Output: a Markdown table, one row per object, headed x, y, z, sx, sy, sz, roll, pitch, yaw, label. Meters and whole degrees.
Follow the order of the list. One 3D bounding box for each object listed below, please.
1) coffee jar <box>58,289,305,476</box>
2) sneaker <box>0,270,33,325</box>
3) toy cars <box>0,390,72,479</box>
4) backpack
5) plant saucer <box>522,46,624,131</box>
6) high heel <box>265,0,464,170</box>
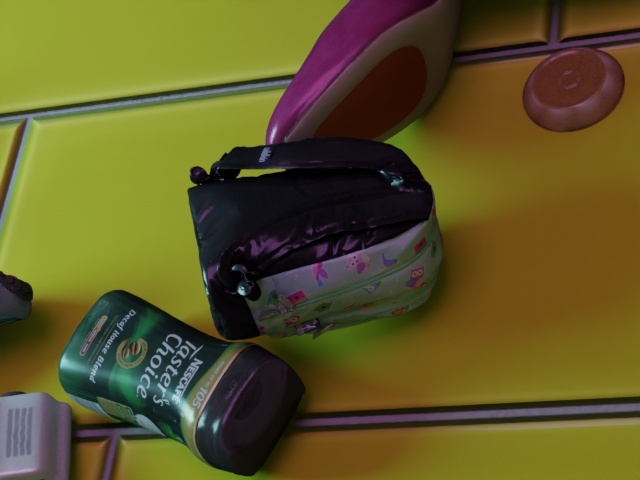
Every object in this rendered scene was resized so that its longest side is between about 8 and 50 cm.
| x | y | z | sx | sy | sz | roll | pitch | yaw | label |
| --- | --- | --- | --- | --- | --- | --- | --- | --- | --- |
| -0.105 | 0.108 | 1.266 | 0.184 | 0.079 | 0.096 | 19 | 68 | 33 | coffee jar |
| -0.348 | 0.101 | 1.391 | 0.262 | 0.104 | 0.125 | -18 | 65 | 22 | sneaker |
| -0.216 | 0.195 | 1.240 | 0.394 | 0.087 | 0.176 | 18 | 63 | 37 | toy cars |
| 0.000 | 0.000 | 1.246 | 0.182 | 0.115 | 0.152 | -13 | 48 | -3 | backpack |
| 0.200 | -0.125 | 1.323 | 0.083 | 0.015 | 0.083 | -12 | 54 | 17 | plant saucer |
| 0.044 | -0.210 | 1.382 | 0.181 | 0.127 | 0.377 | 33 | 61 | 27 | high heel |
